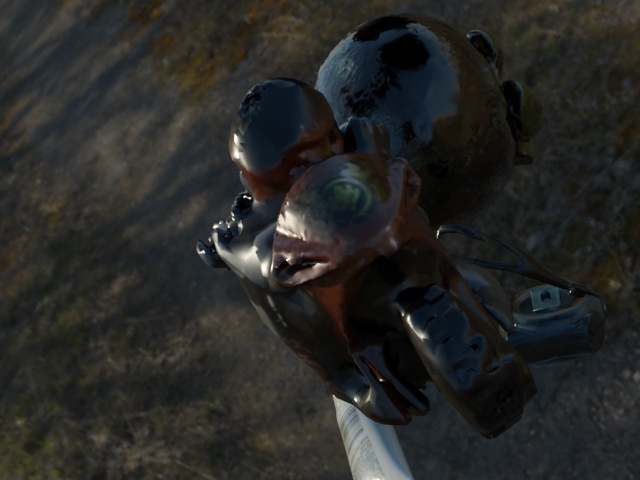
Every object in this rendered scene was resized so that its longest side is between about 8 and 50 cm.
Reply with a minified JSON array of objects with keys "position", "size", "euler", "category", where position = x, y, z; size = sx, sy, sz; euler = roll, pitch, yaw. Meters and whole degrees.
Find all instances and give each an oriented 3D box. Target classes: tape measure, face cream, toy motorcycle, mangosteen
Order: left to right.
[{"position":[0.000,0.000,0.645],"size":[0.134,0.207,0.401],"euler":[-38,9,-5],"category":"toy motorcycle"},{"position":[0.058,0.226,1.090],"size":[0.092,0.058,0.244],"euler":[-63,18,20],"category":"face cream"},{"position":[0.121,-0.143,1.225],"size":[0.288,0.288,0.288],"euler":[-36,34,30],"category":"mangosteen"},{"position":[0.189,0.032,0.930],"size":[0.104,0.180,0.107],"euler":[-29,14,15],"category":"tape measure"}]
